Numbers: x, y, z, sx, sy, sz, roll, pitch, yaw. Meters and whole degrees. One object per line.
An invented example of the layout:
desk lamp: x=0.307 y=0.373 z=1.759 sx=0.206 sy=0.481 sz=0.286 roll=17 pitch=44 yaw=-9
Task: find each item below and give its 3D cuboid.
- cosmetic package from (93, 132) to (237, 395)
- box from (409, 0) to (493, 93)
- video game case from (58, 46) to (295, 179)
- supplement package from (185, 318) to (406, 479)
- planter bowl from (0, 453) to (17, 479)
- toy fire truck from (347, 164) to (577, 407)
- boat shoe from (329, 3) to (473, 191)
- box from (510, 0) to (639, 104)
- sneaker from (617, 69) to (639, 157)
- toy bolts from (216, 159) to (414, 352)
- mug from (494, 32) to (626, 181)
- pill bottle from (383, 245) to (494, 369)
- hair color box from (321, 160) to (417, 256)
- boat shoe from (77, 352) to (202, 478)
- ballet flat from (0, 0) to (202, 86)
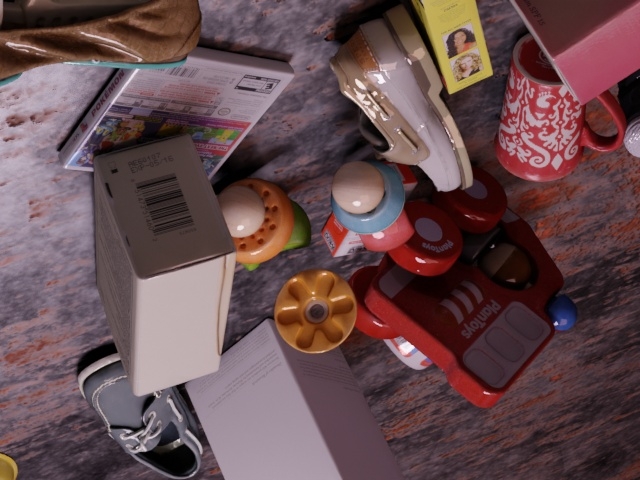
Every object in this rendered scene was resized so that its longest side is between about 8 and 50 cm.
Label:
cosmetic package: x=-0.179 y=0.034 z=1.658 sx=0.113 sy=0.160 sz=0.309 roll=-16 pitch=156 yaw=-15
box: x=0.126 y=-0.252 z=1.552 sx=0.058 sy=0.087 sz=0.232 roll=-26 pitch=153 yaw=2
video game case: x=-0.152 y=-0.134 z=1.577 sx=0.201 sy=0.023 sz=0.183 roll=3 pitch=139 yaw=-45
supplement package: x=-0.030 y=0.287 z=2.086 sx=0.175 sy=0.293 sz=0.177 roll=-39 pitch=148 yaw=21
planter bowl: x=-0.514 y=0.388 z=2.058 sx=0.217 sy=0.090 sz=0.217 roll=-20 pitch=150 yaw=-12
toy fire truck: x=0.195 y=0.060 z=1.902 sx=0.302 sy=0.254 sz=0.169 roll=-38 pitch=164 yaw=-46
boat shoe: x=0.093 y=-0.145 z=1.685 sx=0.103 sy=0.113 sz=0.302 roll=-27 pitch=142 yaw=4
box: x=0.329 y=-0.283 z=1.603 sx=0.232 sy=0.148 sz=0.127 roll=-34 pitch=150 yaw=10
sneaker: x=0.486 y=-0.212 z=1.840 sx=0.268 sy=0.153 sz=0.101 roll=-19 pitch=152 yaw=5
toy bolts: x=0.000 y=0.000 z=1.712 sx=0.228 sy=0.218 sz=0.158 roll=-27 pitch=164 yaw=7
mug: x=0.289 y=-0.171 z=1.796 sx=0.150 sy=0.113 sz=0.169 roll=-12 pitch=145 yaw=-6
pill bottle: x=0.191 y=0.075 z=2.100 sx=0.221 sy=0.124 sz=0.124 roll=-37 pitch=150 yaw=19
hair color box: x=0.061 y=-0.041 z=1.885 sx=0.072 sy=0.043 sz=0.141 roll=-8 pitch=146 yaw=-32
boat shoe: x=-0.236 y=0.245 z=2.046 sx=0.116 sy=0.099 sz=0.319 roll=-27 pitch=151 yaw=0
ballet flat: x=-0.257 y=-0.203 z=1.305 sx=0.342 sy=0.116 sz=0.124 roll=-10 pitch=127 yaw=-29
